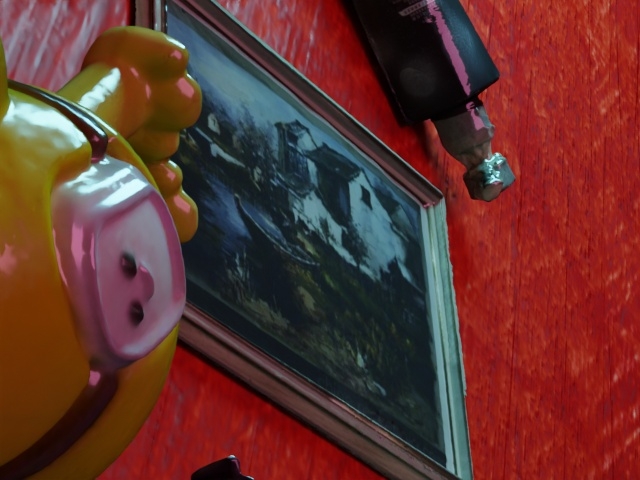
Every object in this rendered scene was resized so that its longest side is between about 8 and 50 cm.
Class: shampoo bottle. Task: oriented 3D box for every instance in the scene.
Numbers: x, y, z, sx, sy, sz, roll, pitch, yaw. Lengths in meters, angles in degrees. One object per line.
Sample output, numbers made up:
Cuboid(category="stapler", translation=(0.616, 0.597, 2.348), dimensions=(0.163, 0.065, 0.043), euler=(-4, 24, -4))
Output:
Cuboid(category="shampoo bottle", translation=(0.064, -0.121, 1.198), dimensions=(0.207, 0.057, 0.063), euler=(63, 27, -5))

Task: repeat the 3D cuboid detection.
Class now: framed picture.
Cuboid(category="framed picture", translation=(0.000, 0.000, 1.027), dimensions=(0.296, 0.019, 0.232), euler=(37, 39, -44))

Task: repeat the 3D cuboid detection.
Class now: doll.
Cuboid(category="doll", translation=(-0.135, 0.035, 0.613), dimensions=(0.363, 0.145, 0.199), euler=(-53, 150, -57))

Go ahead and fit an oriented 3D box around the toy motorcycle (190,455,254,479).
Cuboid(category="toy motorcycle", translation=(-0.011, 0.153, 0.596), dimensions=(0.401, 0.207, 0.134), euler=(42, 45, -64))
